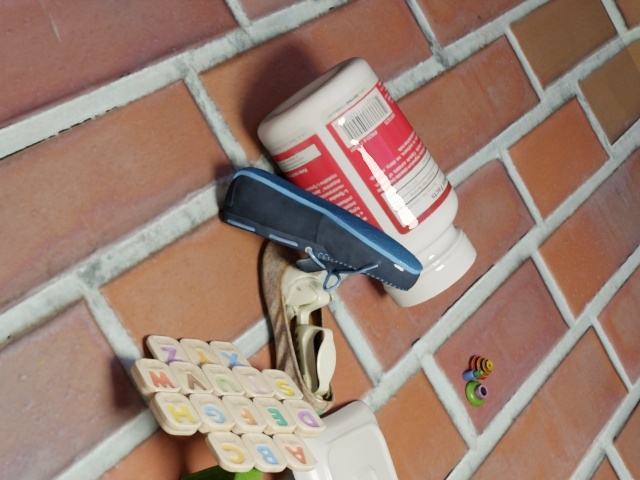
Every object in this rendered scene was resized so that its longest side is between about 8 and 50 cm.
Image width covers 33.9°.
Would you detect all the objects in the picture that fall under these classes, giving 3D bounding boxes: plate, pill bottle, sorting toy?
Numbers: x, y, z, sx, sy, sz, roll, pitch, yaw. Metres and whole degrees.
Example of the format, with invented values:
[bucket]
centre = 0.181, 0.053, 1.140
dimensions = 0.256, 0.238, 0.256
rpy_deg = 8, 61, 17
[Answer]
[plate]
centre = 0.063, 0.407, 1.666
dimensions = 0.277, 0.045, 0.278
rpy_deg = -7, 78, -62
[pill bottle]
centre = 0.092, -0.094, 1.828
dimensions = 0.407, 0.229, 0.229
rpy_deg = 55, 44, -12
[sorting toy]
centre = 0.309, 0.266, 2.019
dimensions = 0.061, 0.042, 0.102
rpy_deg = 29, 55, -33

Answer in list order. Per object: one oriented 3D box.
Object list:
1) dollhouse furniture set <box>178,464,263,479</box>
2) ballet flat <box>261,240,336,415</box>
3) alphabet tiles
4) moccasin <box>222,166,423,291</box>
[dollhouse furniture set]
centre = -0.116, 0.483, 1.431
dimensions = 0.198, 0.151, 0.301
rpy_deg = 35, 51, -29
[ballet flat]
centre = -0.023, 0.136, 1.706
dimensions = 0.108, 0.106, 0.316
rpy_deg = 6, 68, -42
[alphabet tiles]
centre = -0.128, 0.227, 1.507
dimensions = 0.284, 0.021, 0.278
rpy_deg = 11, 28, -41
[moccasin]
centre = 0.000, 0.000, 1.701
dimensions = 0.342, 0.116, 0.138
rpy_deg = 29, 12, 14
